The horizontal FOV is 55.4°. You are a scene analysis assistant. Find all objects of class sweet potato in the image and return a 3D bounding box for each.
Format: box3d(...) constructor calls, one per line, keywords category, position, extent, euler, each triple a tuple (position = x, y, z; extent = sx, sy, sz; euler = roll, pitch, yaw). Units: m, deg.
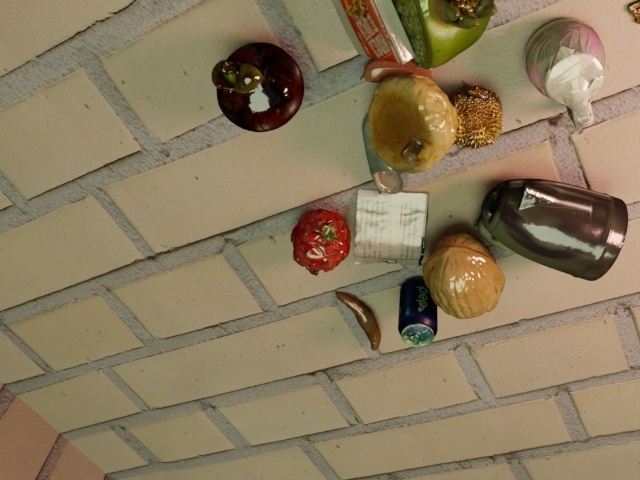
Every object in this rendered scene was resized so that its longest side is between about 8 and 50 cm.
box3d(category="sweet potato", position=(0.141, 0.256, 1.971), extent=(0.078, 0.058, 0.255), euler=(-11, 123, 42))

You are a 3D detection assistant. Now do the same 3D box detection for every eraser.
box3d(category="eraser", position=(0.108, -0.468, 1.318), extent=(0.038, 0.230, 0.157), euler=(-36, 120, -5))

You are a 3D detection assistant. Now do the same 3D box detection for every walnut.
box3d(category="walnut", position=(0.397, 0.099, 1.701), extent=(0.225, 0.224, 0.261), euler=(-13, 138, 18))

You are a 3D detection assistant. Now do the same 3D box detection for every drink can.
box3d(category="drink can", position=(0.291, 0.213, 1.819), extent=(0.118, 0.204, 0.118), euler=(4, 127, 6))

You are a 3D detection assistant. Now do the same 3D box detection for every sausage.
box3d(category="sausage", position=(0.179, -0.404, 1.452), extent=(0.170, 0.065, 0.065), euler=(2, 128, 6))

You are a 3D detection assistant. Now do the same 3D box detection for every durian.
box3d(category="durian", position=(0.360, -0.293, 1.468), extent=(0.158, 0.137, 0.168), euler=(-16, 135, -5))

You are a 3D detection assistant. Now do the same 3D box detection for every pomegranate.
box3d(category="pomegranate", position=(0.250, -0.507, 1.203), extent=(0.216, 0.358, 0.309), euler=(-31, 123, -8))

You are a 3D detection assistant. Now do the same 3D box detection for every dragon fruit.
box3d(category="dragon fruit", position=(0.000, 0.000, 1.725), extent=(0.172, 0.172, 0.209), euler=(22, 136, -8))

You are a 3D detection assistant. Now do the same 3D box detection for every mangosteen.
box3d(category="mangosteen", position=(-0.144, -0.362, 1.434), extent=(0.216, 0.216, 0.216), euler=(4, 128, 5))

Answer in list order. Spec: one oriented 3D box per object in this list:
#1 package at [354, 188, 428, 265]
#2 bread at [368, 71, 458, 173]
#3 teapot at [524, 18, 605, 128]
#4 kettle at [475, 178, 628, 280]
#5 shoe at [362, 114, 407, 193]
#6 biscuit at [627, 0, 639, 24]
box3d(category="package", position=(0.200, -0.025, 1.743), extent=(0.204, 0.062, 0.250), euler=(2, 124, 5))
box3d(category="bread", position=(0.222, -0.274, 1.417), extent=(0.244, 0.134, 0.244), euler=(33, 134, 41))
box3d(category="teapot", position=(0.541, -0.359, 1.356), extent=(0.163, 0.178, 0.221), euler=(5, 129, 6))
box3d(category="kettle", position=(0.570, -0.036, 1.604), extent=(0.324, 0.228, 0.321), euler=(18, 159, 1))
box3d(category="shoe", position=(0.169, -0.212, 1.578), extent=(0.103, 0.100, 0.251), euler=(-8, 128, 15))
box3d(category="biscuit", position=(0.716, -0.510, 1.316), extent=(0.082, 0.016, 0.092), euler=(23, 129, -9))
